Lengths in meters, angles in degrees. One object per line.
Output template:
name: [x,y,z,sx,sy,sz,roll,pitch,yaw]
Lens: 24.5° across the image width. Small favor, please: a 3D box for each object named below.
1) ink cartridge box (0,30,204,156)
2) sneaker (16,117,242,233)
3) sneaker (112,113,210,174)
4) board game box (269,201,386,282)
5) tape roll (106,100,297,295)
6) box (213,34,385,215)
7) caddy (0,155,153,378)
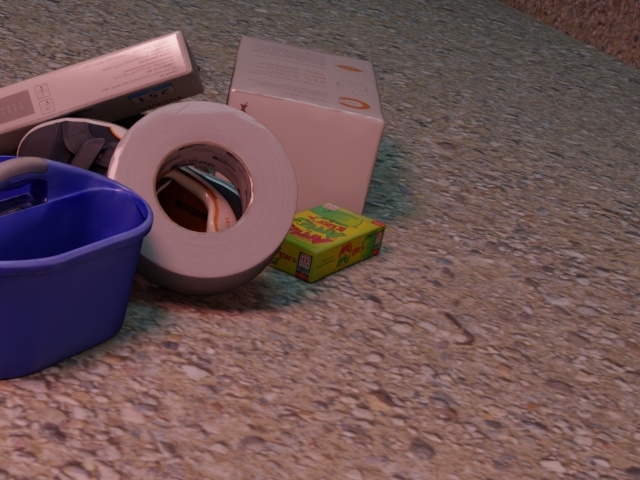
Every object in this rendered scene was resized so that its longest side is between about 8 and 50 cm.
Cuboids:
ink cartridge box: [-0.306,-0.187,2.002,0.296,0.066,0.261,-18,-5,1]
sneaker: [-0.242,-0.065,1.813,0.321,0.126,0.127,18,15,11]
sneaker: [-0.202,-0.120,2.023,0.106,0.101,0.267,2,23,-33]
board game box: [0.000,0.000,1.902,0.092,0.043,0.181,22,22,25]
tape roll: [-0.140,-0.049,1.705,0.219,0.219,0.072,10,-22,-8]
box: [-0.035,-0.164,2.143,0.215,0.168,0.345,11,19,-4]
caddy: [-0.326,0.000,1.508,0.241,0.179,0.341,22,22,22]
